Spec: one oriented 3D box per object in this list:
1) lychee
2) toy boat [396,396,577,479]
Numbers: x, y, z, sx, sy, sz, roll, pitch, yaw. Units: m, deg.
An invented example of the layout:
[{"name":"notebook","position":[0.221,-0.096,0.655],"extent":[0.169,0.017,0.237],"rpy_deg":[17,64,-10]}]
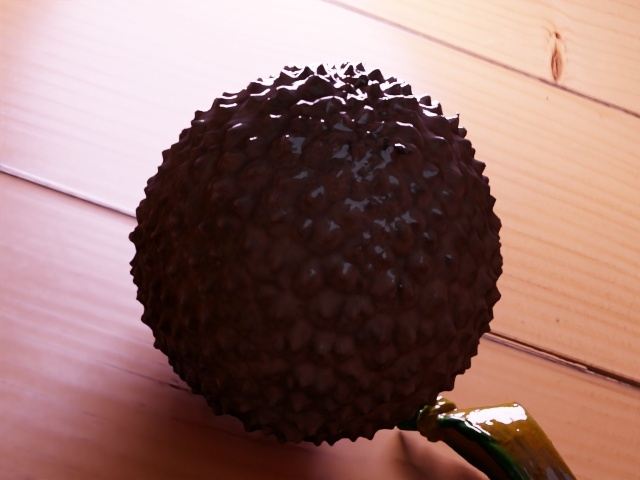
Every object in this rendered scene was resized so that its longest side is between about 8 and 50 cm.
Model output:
[{"name":"lychee","position":[-0.005,-0.001,1.401],"extent":[0.300,0.300,0.300],"rpy_deg":[18,35,-13]},{"name":"toy boat","position":[0.142,0.189,1.425],"extent":[0.088,0.089,0.229],"rpy_deg":[-30,54,-6]}]
